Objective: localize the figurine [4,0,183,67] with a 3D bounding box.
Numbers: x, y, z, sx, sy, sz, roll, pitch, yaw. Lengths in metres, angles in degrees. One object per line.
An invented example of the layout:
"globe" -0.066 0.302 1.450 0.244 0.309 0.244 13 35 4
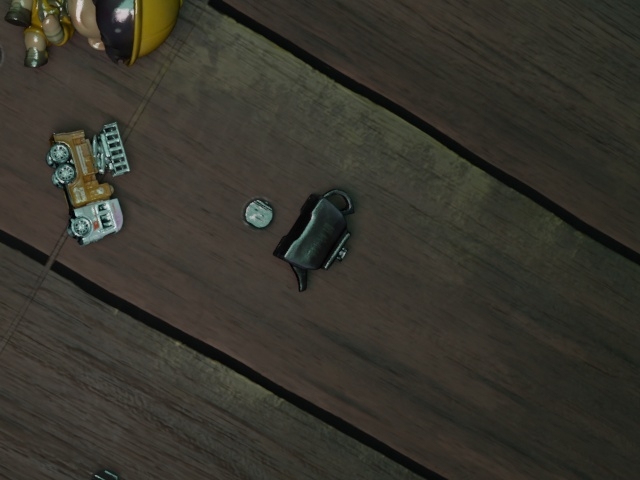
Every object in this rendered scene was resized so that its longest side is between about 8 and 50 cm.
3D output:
"figurine" -0.341 -0.360 1.713 0.256 0.167 0.192 -2 105 12

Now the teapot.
"teapot" 0.000 0.000 1.815 0.096 0.087 0.177 33 85 -13

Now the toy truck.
"toy truck" -0.355 -0.087 1.756 0.115 0.080 0.178 -15 92 -19
